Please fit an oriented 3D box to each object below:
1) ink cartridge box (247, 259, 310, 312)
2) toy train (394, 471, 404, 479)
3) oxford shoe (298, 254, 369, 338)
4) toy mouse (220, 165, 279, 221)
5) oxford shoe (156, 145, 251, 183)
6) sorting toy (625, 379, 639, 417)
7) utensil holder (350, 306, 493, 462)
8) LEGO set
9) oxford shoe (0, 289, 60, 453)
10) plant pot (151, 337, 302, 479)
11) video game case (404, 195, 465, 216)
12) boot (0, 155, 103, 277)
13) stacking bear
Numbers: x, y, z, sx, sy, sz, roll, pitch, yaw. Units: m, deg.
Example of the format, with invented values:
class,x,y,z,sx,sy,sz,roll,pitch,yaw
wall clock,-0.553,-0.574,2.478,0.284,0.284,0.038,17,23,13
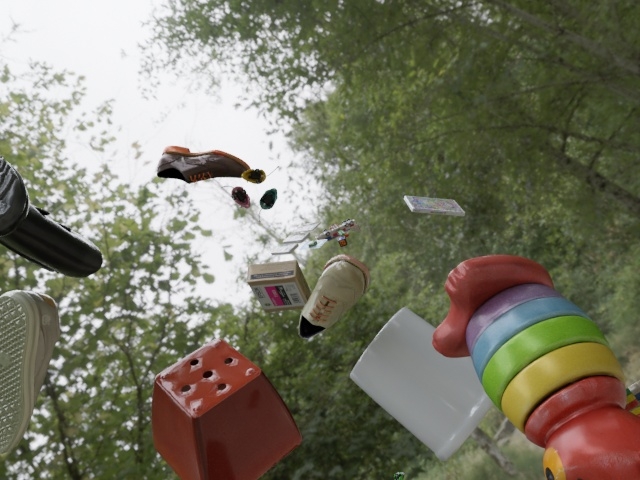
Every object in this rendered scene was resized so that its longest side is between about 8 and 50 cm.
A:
class,x,y,z,sx,sy,sz,roll,pitch,yaw
ink cartridge box,-0.155,0.180,2.097,0.234,0.194,0.088,69,-163,-51
toy train,0.156,0.500,1.080,0.024,0.017,0.083,-2,-81,-43
oxford shoe,0.033,0.182,1.595,0.146,0.141,0.397,-57,-5,-35
toy mouse,-0.167,-0.109,1.367,0.161,0.143,0.031,-9,-13,-21
oxford shoe,-0.327,-0.193,1.518,0.096,0.272,0.098,73,-152,-57
sorting toy,0.463,0.240,0.802,0.275,0.046,0.132,-7,-36,-39
utensil holder,0.334,0.449,1.743,0.327,0.386,0.327,-47,-18,-20
LEGO set,0.000,0.000,1.584,0.182,0.244,0.060,-45,-61,-46
oxford shoe,-0.731,0.319,1.321,0.130,0.169,0.448,-31,-39,-71
plant pot,-0.236,0.390,1.252,0.267,0.267,0.235,-30,-53,-33
video game case,0.262,-0.080,1.255,0.087,0.122,0.011,-100,15,-65
boot,-0.617,-0.020,1.144,0.146,0.367,0.445,-56,-26,-18
stacking bear,0.269,0.169,0.625,0.165,0.289,0.175,-8,-50,-12
